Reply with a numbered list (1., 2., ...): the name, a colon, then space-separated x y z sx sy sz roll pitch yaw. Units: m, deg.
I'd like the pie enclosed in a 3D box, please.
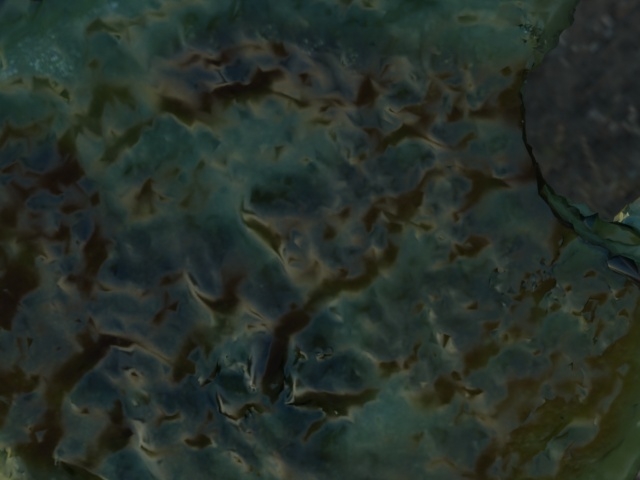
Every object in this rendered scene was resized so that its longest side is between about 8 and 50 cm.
1. pie: -0.007 0.003 0.664 0.302 0.302 0.067 -35 15 18
